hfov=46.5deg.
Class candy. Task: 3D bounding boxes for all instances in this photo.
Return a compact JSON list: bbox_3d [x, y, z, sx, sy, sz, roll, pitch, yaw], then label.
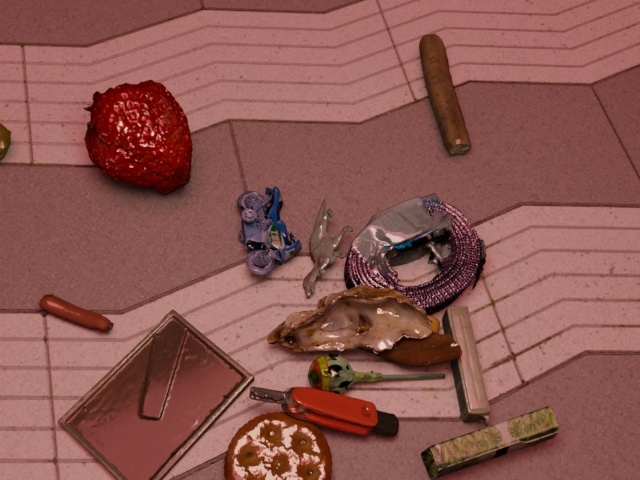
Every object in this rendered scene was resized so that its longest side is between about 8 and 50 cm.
[{"bbox_3d":[0.124,0.286,1.600,0.305,0.083,0.091,0,92,-12],"label":"candy"}]

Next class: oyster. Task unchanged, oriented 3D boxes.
[{"bbox_3d":[0.057,0.170,1.588,0.341,0.166,0.110,-19,26,18],"label":"oyster"}]

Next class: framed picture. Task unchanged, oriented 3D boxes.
[{"bbox_3d":[-0.341,0.336,1.564,0.247,0.022,0.335,37,66,16],"label":"framed picture"}]

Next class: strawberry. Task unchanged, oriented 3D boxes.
[{"bbox_3d":[-0.411,-0.231,1.752,0.257,0.257,0.277,-37,85,-21],"label":"strawberry"}]

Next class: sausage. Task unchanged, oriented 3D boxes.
[{"bbox_3d":[-0.534,0.161,1.631,0.176,0.047,0.040,20,51,9],"label":"sausage"}]

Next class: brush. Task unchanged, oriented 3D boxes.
[{"bbox_3d":[0.011,0.343,1.524,0.323,0.051,0.070,14,38,-11],"label":"brush"}]

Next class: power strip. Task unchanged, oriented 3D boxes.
[{"bbox_3d":[0.313,0.267,1.612,0.052,0.078,0.272,-4,63,-4],"label":"power strip"}]

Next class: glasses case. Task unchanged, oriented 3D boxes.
[{"bbox_3d":[0.348,0.416,1.525,0.272,0.095,0.062,-15,68,-11],"label":"glasses case"}]

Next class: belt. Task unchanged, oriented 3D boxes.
[{"bbox_3d":[0.208,0.044,1.705,0.324,0.122,0.260,-22,72,-12],"label":"belt"}]

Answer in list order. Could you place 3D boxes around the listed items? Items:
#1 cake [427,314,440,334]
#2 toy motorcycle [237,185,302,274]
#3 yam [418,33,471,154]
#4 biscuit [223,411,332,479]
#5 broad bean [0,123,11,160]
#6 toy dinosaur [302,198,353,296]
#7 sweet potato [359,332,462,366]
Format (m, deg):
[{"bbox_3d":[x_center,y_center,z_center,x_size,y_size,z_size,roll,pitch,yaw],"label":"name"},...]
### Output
[{"bbox_3d":[0.223,0.193,1.645,0.084,0.084,0.044,6,63,-1],"label":"cake"},{"bbox_3d":[-0.120,-0.026,1.738,0.135,0.092,0.254,-2,52,-15],"label":"toy motorcycle"},{"bbox_3d":[0.323,-0.388,1.966,0.083,0.083,0.372,-4,61,-6],"label":"yam"},{"bbox_3d":[-0.086,0.452,1.495,0.220,0.066,0.221,2,62,-4],"label":"biscuit"},{"bbox_3d":[-0.838,-0.251,1.814,0.174,0.082,0.124,26,65,9],"label":"broad bean"},{"bbox_3d":[0.000,0.000,1.748,0.053,0.167,0.242,29,27,-35],"label":"toy dinosaur"},{"bbox_3d":[0.191,0.237,1.608,0.243,0.077,0.077,-6,58,26],"label":"sweet potato"}]
